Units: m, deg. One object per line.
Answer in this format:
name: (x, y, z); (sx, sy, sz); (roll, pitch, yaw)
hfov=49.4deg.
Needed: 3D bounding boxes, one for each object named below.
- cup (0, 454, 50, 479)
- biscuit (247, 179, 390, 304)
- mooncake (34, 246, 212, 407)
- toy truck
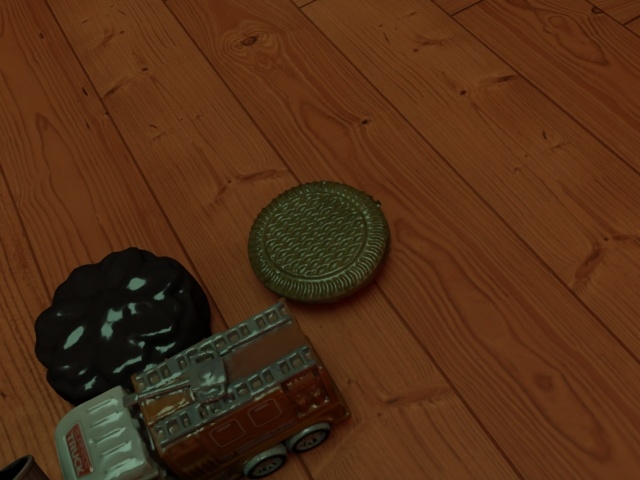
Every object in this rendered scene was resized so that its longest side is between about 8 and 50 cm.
cup: (-0.329, 0.403, 0.802); (0.288, 0.273, 0.208); (-32, 7, 25)
biscuit: (0.000, 0.000, 1.190); (0.259, 0.079, 0.259); (-6, 55, 8)
mooncake: (-0.320, 0.139, 1.116); (0.283, 0.141, 0.282); (-6, 52, 8)
toy truck: (-0.169, 0.246, 0.970); (0.388, 0.206, 0.173); (-27, 55, -9)
